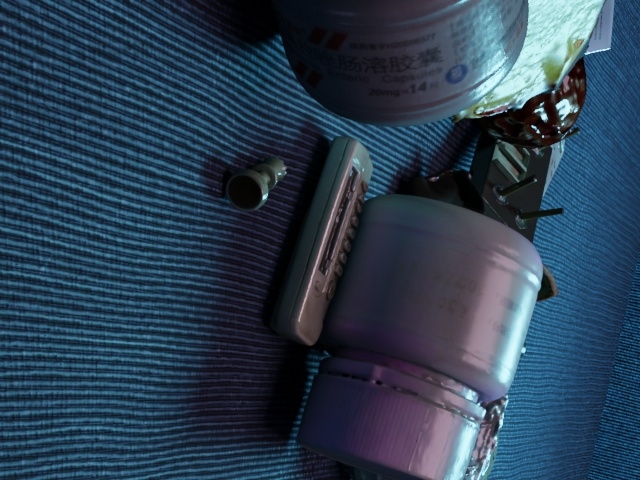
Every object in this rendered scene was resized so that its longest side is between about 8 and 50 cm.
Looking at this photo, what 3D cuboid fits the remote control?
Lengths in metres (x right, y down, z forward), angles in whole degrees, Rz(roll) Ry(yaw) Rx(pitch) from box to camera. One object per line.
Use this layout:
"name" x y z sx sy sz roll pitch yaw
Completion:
"remote control" 0.001 0.000 1.573 0.090 0.049 0.230 49 57 -63

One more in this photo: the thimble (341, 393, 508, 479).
"thimble" 0.140 0.243 1.898 0.205 0.172 0.236 67 43 -60

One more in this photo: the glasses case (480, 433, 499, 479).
"glasses case" 0.227 0.291 2.246 0.354 0.085 0.137 71 37 -54

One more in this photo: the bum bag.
"bum bag" 0.210 0.032 1.926 0.326 0.080 0.142 61 42 -26

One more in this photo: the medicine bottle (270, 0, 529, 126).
"medicine bottle" 0.061 -0.282 1.302 0.306 0.245 0.245 72 37 -51

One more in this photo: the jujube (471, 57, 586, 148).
"jujube" 0.269 -0.232 1.936 0.183 0.183 0.243 -65 146 -29

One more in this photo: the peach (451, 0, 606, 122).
"peach" 0.176 -0.284 1.663 0.362 0.201 0.257 -21 149 -43

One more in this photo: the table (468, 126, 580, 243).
"table" 0.300 -0.106 2.056 0.121 0.111 0.240 46 40 -24

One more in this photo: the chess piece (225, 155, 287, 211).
"chess piece" -0.060 -0.061 1.409 0.093 0.042 0.042 -48 145 -64

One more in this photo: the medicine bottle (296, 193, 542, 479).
"medicine bottle" 0.110 0.123 1.648 0.241 0.241 0.302 46 60 -65

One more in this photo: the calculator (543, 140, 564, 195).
"calculator" 0.395 -0.149 2.487 0.100 0.032 0.175 81 30 -42

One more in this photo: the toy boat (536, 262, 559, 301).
"toy boat" 0.259 0.025 2.144 0.392 0.136 0.079 32 48 -57

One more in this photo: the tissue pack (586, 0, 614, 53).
"tissue pack" 0.349 -0.390 2.058 0.149 0.092 0.246 -13 124 -16
